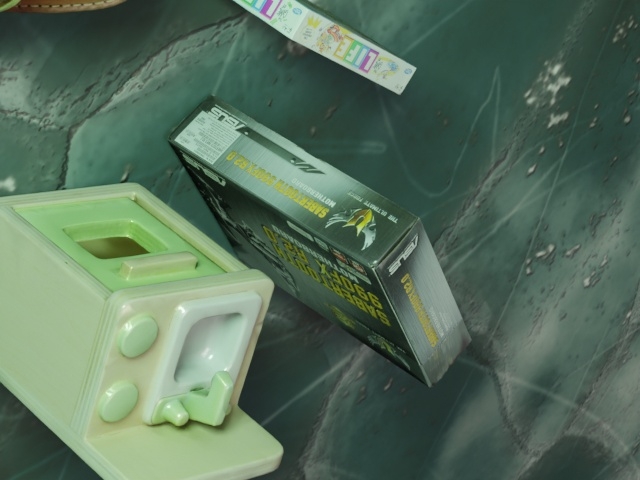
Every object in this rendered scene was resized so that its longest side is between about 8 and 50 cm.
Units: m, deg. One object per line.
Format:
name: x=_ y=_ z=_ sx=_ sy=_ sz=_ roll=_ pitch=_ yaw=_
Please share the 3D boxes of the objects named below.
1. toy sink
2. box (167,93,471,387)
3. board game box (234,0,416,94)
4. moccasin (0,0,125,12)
toy sink: x=-0.135 y=0.065 z=1.354 sx=0.153 sy=0.234 sz=0.131 roll=-8 pitch=126 yaw=-45
box: x=0.000 y=0.000 z=1.457 sx=0.056 sy=0.231 sz=0.183 roll=-47 pitch=146 yaw=-15
board game box: x=-0.006 y=-0.166 z=1.418 sx=0.154 sy=0.103 sz=0.026 roll=21 pitch=103 yaw=-54
moccasin: x=-0.229 y=-0.204 z=1.088 sx=0.380 sy=0.147 sz=0.139 roll=17 pitch=106 yaw=-54
